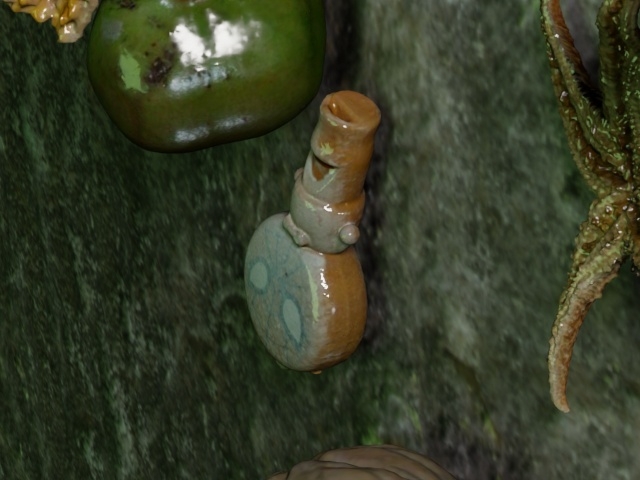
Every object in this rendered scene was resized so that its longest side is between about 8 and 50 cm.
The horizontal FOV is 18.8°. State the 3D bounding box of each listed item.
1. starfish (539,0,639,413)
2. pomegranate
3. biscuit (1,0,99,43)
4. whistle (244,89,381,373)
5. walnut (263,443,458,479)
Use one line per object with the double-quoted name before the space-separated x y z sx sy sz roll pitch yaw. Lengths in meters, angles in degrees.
"starfish" 0.148 -0.024 0.926 0.213 0.057 0.238 -120 32 -44
"pomegranate" -0.075 -0.130 1.233 0.191 0.152 0.131 -119 15 -74
"biscuit" -0.175 -0.286 1.286 0.379 0.054 0.094 -97 29 -42
"whistle" 0.000 0.000 1.240 0.107 0.057 0.220 52 142 39
"walnut" 0.026 0.234 1.157 0.224 0.224 0.224 41 138 50
